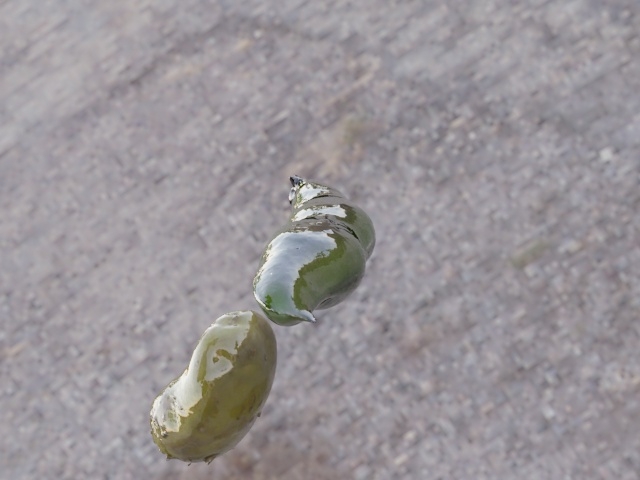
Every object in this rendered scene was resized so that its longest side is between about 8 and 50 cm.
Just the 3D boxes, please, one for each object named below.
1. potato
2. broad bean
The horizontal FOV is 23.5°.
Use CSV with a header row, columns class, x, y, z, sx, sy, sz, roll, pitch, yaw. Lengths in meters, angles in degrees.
class,x,y,z,sx,sy,sz,roll,pitch,yaw
potato,-0.078,0.116,1.179,0.091,0.070,0.138,-20,-29,-53
broad bean,0.001,0.000,0.876,0.060,0.043,0.297,6,13,2
